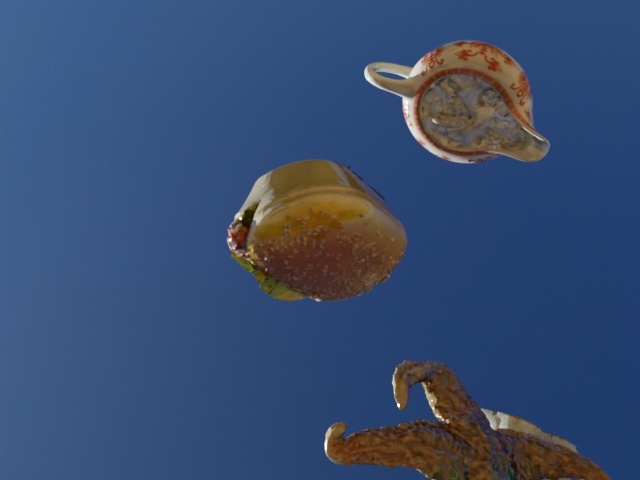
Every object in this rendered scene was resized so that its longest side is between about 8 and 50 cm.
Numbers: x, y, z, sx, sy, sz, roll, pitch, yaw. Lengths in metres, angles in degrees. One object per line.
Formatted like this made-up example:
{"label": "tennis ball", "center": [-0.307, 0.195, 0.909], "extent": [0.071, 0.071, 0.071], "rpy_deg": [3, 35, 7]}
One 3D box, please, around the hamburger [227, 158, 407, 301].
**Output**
{"label": "hamburger", "center": [0.000, 0.000, 0.758], "extent": [0.173, 0.210, 0.116], "rpy_deg": [-19, -124, 27]}

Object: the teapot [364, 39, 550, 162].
{"label": "teapot", "center": [0.174, -0.179, 0.864], "extent": [0.245, 0.159, 0.116], "rpy_deg": [16, -129, 8]}

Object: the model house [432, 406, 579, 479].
{"label": "model house", "center": [0.153, 0.204, 0.582], "extent": [0.100, 0.087, 0.100], "rpy_deg": [28, -106, -29]}

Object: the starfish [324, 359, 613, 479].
{"label": "starfish", "center": [0.098, 0.153, 0.440], "extent": [0.209, 0.053, 0.150], "rpy_deg": [17, -142, -18]}
